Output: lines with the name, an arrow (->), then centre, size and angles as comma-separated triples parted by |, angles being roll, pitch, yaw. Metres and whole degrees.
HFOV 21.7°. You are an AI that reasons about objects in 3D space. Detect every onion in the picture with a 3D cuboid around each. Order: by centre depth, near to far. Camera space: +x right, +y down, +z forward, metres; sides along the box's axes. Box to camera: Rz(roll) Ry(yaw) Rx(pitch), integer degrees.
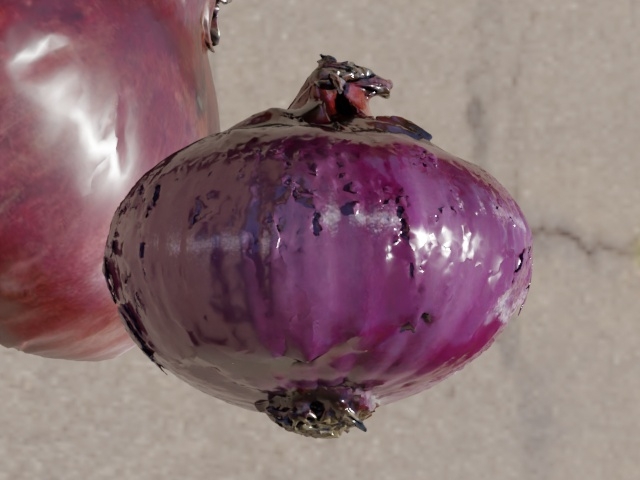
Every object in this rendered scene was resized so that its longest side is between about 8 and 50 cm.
onion -> 0.000, 0.000, 0.444 | 0.115, 0.115, 0.104 | 25, 69, -52
onion -> -0.160, -0.109, 0.929 | 0.285, 0.347, 0.348 | -33, 129, 1
